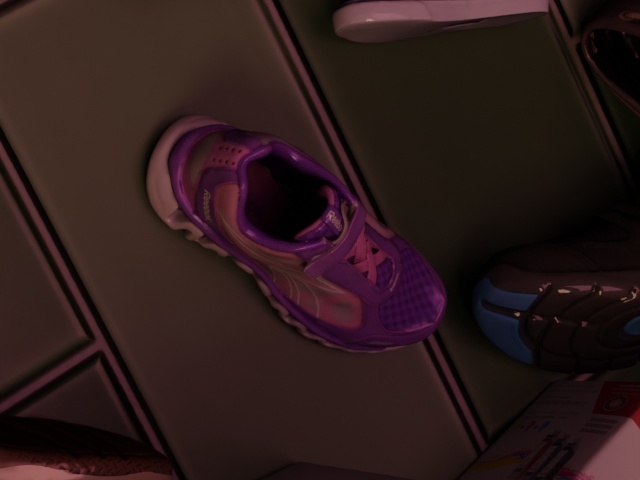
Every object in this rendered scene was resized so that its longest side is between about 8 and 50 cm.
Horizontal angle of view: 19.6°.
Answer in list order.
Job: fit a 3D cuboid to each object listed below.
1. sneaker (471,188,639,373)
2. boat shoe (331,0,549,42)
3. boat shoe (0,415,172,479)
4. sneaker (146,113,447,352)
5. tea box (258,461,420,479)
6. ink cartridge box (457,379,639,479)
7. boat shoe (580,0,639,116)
[{"bbox_3d":[0.251,0.010,1.383,0.341,0.125,0.140,-4,62,-28],"label":"sneaker"},{"bbox_3d":[0.078,-0.189,1.303,0.183,0.065,0.083,-10,87,-36],"label":"boat shoe"},{"bbox_3d":[-0.216,0.158,1.099,0.257,0.095,0.095,7,98,-25],"label":"boat shoe"},{"bbox_3d":[0.000,0.000,1.219,0.236,0.104,0.095,35,70,-26],"label":"sneaker"},{"bbox_3d":[-0.030,0.293,1.056,0.323,0.329,0.220,-20,99,-29],"label":"tea box"},{"bbox_3d":[0.179,0.201,1.303,0.176,0.128,0.127,-42,108,-26],"label":"ink cartridge box"},{"bbox_3d":[0.325,-0.065,1.323,0.130,0.355,0.132,-30,146,-27],"label":"boat shoe"}]
